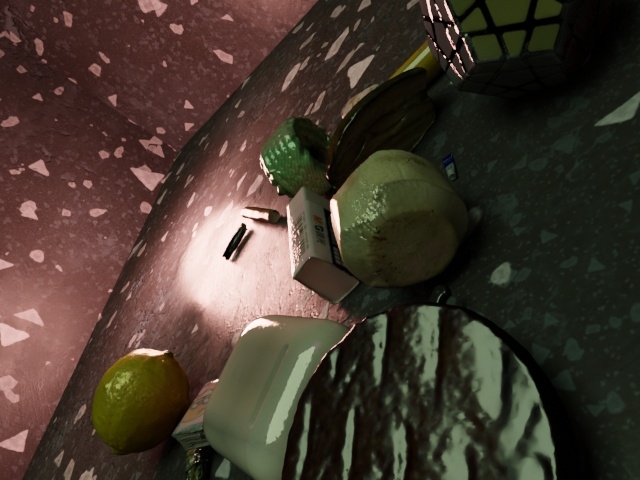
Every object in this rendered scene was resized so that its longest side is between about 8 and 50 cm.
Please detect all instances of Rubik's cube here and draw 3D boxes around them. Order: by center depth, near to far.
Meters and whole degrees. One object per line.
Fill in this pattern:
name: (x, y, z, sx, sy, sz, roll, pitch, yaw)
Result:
Rubik's cube: (0.327, -0.400, 0.944, 0.319, 0.264, 0.319, -41, 29, 29)

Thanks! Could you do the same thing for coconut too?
coconut: (0.124, -0.038, 0.943, 0.241, 0.241, 0.241, -41, 29, 29)

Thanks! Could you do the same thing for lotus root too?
lotus root: (0.121, -0.243, 1.245, 0.314, 0.210, 0.142, -42, 37, -2)

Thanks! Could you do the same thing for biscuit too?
biscuit: (0.114, 0.276, 0.679, 0.407, 0.091, 0.407, -28, 46, 33)

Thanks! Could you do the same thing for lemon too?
lemon: (-0.458, 0.410, 1.412, 0.233, 0.233, 0.288, 19, 84, 64)

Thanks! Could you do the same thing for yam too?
yam: (-0.196, -0.083, 1.748, 0.046, 0.046, 0.264, -60, 27, -9)

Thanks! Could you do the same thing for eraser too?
eraser: (0.000, 0.000, 1.209, 0.086, 0.130, 0.287, -48, 27, 24)

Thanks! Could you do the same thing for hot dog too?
hot dog: (0.122, -0.374, 1.530, 0.192, 0.053, 0.099, -19, 42, 56)

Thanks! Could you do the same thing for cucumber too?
cucumber: (-0.281, 0.002, 1.810, 0.135, 0.033, 0.034, -57, 22, -4)

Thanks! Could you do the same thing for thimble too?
thimble: (-0.047, -0.212, 1.452, 0.150, 0.219, 0.219, -40, 30, 31)

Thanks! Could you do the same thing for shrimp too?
shrimp: (-0.235, 0.458, 1.172, 0.150, 0.051, 0.217, -41, 24, 14)

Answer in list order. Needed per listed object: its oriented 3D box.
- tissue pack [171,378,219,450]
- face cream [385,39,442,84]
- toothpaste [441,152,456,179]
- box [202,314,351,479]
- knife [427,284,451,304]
tissue pack: (-0.237, 0.374, 1.205, 0.115, 0.065, 0.155, -25, 20, 36)
face cream: (0.216, -0.389, 1.347, 0.273, 0.078, 0.078, -42, 28, 26)
toothpaste: (0.250, -0.144, 1.072, 0.024, 0.015, 0.083, -33, 28, 26)
box: (-0.075, 0.274, 0.998, 0.349, 0.141, 0.288, -8, 52, 59)
knife: (0.146, 0.179, 0.799, 0.072, 0.019, 0.245, 11, 74, 57)
